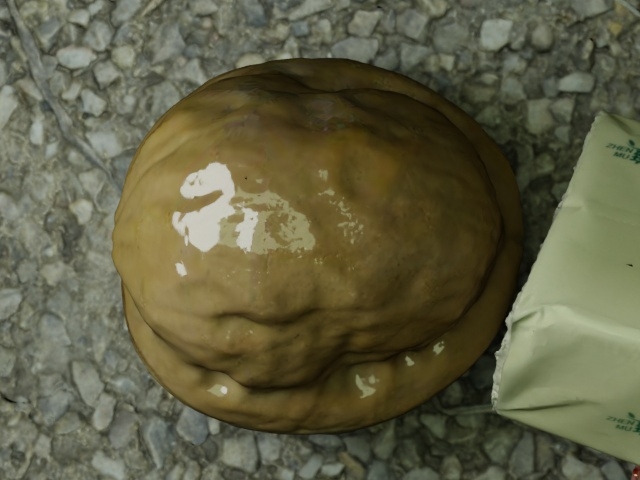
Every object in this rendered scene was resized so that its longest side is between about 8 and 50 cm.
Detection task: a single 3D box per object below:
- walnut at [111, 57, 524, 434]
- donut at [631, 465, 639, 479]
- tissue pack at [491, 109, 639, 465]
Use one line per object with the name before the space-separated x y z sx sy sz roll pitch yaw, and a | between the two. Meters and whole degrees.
walnut | -0.013 -0.001 1.857 0.383 0.383 0.384 -1 86 14
donut | 0.402 0.282 1.878 0.233 0.085 0.199 9 89 16
tissue pack | 0.376 0.076 1.785 0.380 0.207 0.297 17 50 13
